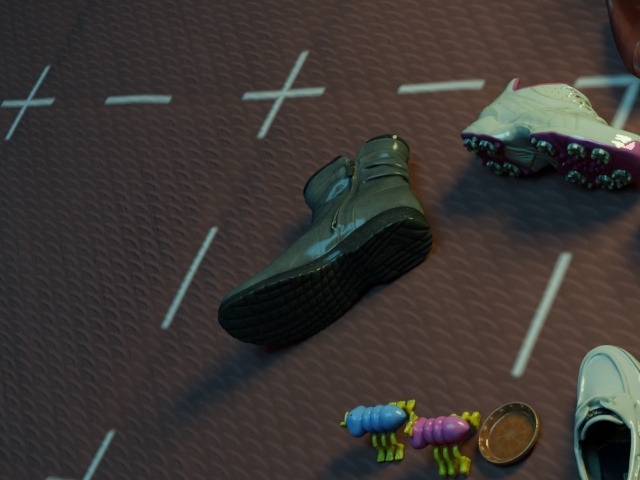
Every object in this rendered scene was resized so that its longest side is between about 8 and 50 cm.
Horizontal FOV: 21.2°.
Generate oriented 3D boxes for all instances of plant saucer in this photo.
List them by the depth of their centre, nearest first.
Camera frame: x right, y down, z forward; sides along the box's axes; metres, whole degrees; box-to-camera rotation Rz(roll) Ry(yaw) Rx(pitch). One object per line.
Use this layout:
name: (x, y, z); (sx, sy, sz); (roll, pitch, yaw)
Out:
plant saucer: (0.230, 0.236, 2.083); (0.083, 0.013, 0.083); (-25, 43, 25)

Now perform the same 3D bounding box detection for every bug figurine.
bug figurine: (0.093, 0.298, 2.113); (0.216, 0.072, 0.279); (-15, 48, 35)

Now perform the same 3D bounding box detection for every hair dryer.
hair dryer: (0.494, -0.291, 2.266); (0.293, 0.080, 0.223); (14, 52, 43)

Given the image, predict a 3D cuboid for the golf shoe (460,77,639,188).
golf shoe: (0.322, -0.153, 2.258); (0.306, 0.115, 0.140); (14, 64, 47)

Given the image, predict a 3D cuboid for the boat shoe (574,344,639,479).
boat shoe: (0.328, 0.219, 1.944); (0.096, 0.088, 0.268); (-23, 44, 28)

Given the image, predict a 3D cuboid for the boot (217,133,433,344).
boot: (0.000, 0.000, 2.447); (0.338, 0.118, 0.223); (-26, 38, 9)
